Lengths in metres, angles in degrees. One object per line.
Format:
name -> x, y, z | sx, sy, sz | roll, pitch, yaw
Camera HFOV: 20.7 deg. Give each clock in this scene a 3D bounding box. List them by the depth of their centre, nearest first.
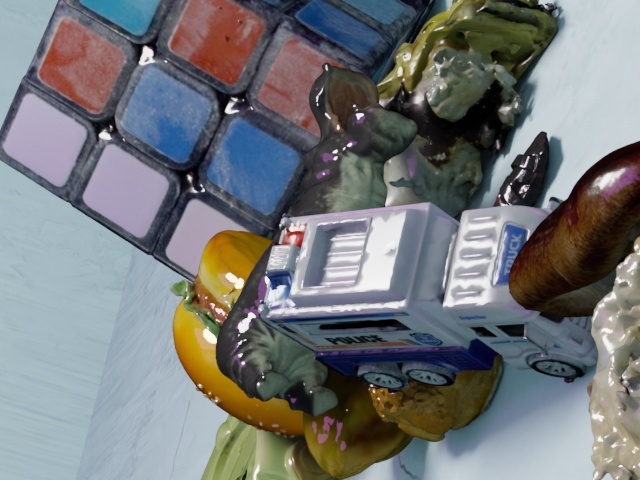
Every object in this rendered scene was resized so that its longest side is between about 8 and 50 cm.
clock -> -0.060, 0.293, 1.927 | 0.308, 0.096, 0.235 | -106, 38, -63

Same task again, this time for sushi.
sushi -> 0.117, -0.126, 1.727 | 0.291, 0.139, 0.131 | -60, 26, 31

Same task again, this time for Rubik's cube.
Rubik's cube -> -0.113, -0.191, 2.043 | 0.359, 0.362, 0.363 | -60, -3, 30

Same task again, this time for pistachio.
pistachio -> 0.042, 0.143, 1.685 | 0.110, 0.100, 0.189 | -5, 63, 41

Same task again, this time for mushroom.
mushroom -> 0.231, 0.057, 1.165 | 0.227, 0.148, 0.217 | 114, 149, -57

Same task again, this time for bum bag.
bum bag -> 0.179, -0.041, 1.589 | 0.058, 0.034, 0.124 | -76, 8, -82

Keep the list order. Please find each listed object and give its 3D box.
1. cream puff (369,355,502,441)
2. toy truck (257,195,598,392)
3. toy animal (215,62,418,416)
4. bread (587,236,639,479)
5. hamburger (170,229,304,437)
cream puff -> 0.096, 0.111, 1.568 | 0.144, 0.103, 0.126 | -29, 43, 60
toy truck -> 0.095, 0.037, 1.411 | 0.268, 0.155, 0.124 | -7, 61, 42
toy animal -> 0.011, -0.004, 1.641 | 0.168, 0.106, 0.343 | 4, 71, 57
bread -> 0.248, 0.077, 0.975 | 0.274, 0.149, 0.274 | -164, 90, -81
hamburger -> -0.052, 0.109, 1.835 | 0.170, 0.246, 0.246 | -62, 17, 13
